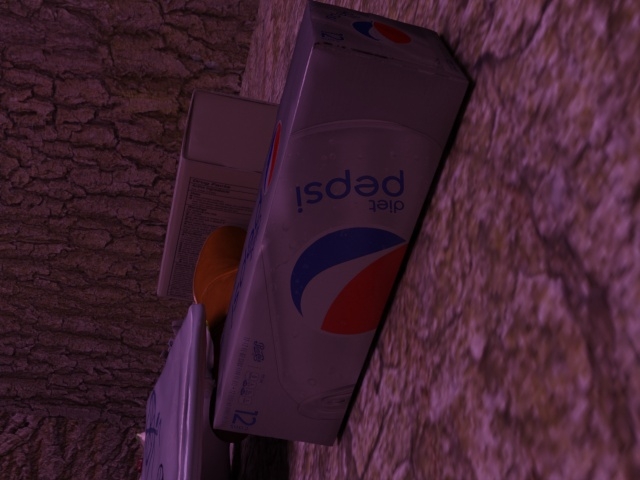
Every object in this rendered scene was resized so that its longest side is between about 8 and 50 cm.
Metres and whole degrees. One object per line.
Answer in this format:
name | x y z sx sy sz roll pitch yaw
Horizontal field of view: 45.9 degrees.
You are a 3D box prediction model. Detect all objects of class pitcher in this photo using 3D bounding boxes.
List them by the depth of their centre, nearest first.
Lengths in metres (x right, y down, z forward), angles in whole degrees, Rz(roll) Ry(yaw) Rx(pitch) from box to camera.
pitcher | -0.181 0.325 1.040 0.178 0.125 0.207 117 170 -63

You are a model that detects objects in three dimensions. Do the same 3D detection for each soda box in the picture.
soda box | 0.000 0.000 0.502 0.098 0.091 0.286 -96 20 -59

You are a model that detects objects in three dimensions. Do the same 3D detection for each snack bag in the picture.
snack bag | -0.156 0.262 0.791 0.342 0.037 0.323 122 151 -54

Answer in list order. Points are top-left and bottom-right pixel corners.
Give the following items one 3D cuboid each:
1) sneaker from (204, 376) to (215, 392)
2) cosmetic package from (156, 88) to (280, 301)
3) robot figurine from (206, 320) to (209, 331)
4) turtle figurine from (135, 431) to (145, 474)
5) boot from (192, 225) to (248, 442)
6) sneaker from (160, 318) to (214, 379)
sneaker | -0.253 0.340 1.490 0.228 0.087 0.092 104 164 -52
cosmetic package | -0.127 -0.044 1.021 0.296 0.153 0.129 116 160 -50
robot figurine | -0.146 0.103 1.188 0.101 0.067 0.115 -57 -9 -47
turtle figurine | -0.383 0.567 1.618 0.274 0.198 0.266 118 163 -47
boot | -0.064 0.047 0.798 0.211 0.104 0.295 120 153 -45
sneaker | -0.279 0.252 1.584 0.105 0.115 0.281 -94 18 -51
